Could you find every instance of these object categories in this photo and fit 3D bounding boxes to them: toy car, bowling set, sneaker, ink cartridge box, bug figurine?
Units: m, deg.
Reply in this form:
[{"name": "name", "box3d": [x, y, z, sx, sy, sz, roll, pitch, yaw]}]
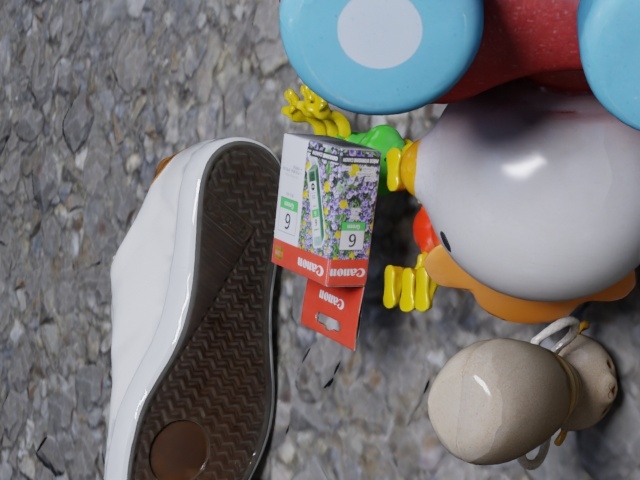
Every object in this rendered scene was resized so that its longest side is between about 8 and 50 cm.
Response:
[{"name": "toy car", "box3d": [0.081, -0.055, 0.574, 0.219, 0.210, 0.238, -80, -7, -58]}, {"name": "bowling set", "box3d": [0.142, 0.191, 0.575, 0.200, 0.154, 0.287, 15, 97, 32]}, {"name": "sneaker", "box3d": [-0.098, 0.074, 0.896, 0.123, 0.106, 0.290, 1, 76, 55]}, {"name": "ink cartridge box", "box3d": [0.000, 0.000, 0.731, 0.063, 0.029, 0.115, 22, 108, 55]}, {"name": "bug figurine", "box3d": [0.057, -0.104, 0.738, 0.216, 0.072, 0.279, 9, 98, 57]}]
